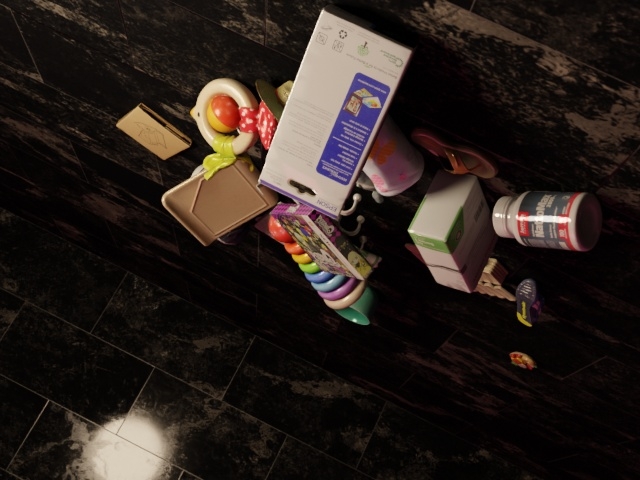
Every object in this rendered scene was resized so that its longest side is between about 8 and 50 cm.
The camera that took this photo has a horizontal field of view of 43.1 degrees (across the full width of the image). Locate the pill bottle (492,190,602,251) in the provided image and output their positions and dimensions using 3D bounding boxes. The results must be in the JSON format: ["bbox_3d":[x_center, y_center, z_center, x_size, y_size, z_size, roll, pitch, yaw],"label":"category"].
[{"bbox_3d":[0.420,-0.039,1.516,0.180,0.108,0.108,5,150,45],"label":"pill bottle"}]

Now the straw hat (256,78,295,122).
[{"bbox_3d":[-0.058,-0.278,1.605,0.061,0.144,0.144,-35,125,20],"label":"straw hat"}]

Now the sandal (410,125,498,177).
[{"bbox_3d":[0.247,-0.157,1.535,0.180,0.049,0.072,26,160,4],"label":"sandal"}]

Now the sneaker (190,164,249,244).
[{"bbox_3d":[-0.249,-0.076,2.249,0.127,0.126,0.321,23,159,28],"label":"sneaker"}]

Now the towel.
[{"bbox_3d":[-0.012,0.003,2.251,0.325,0.038,0.248,31,160,-14],"label":"towel"}]

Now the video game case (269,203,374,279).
[{"bbox_3d":[0.000,0.000,1.905,0.210,0.042,0.232,49,164,-20],"label":"video game case"}]

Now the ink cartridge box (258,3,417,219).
[{"bbox_3d":[0.024,-0.213,1.384,0.165,0.065,0.332,27,118,3],"label":"ink cartridge box"}]

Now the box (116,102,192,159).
[{"bbox_3d":[-0.442,-0.284,2.143,0.164,0.021,0.201,36,159,-22],"label":"box"}]

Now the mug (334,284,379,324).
[{"bbox_3d":[0.111,0.176,2.440,0.129,0.097,0.157,25,159,9],"label":"mug"}]

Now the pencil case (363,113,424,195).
[{"bbox_3d":[0.092,-0.204,1.532,0.273,0.113,0.124,46,-165,-42],"label":"pencil case"}]

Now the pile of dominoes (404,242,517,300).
[{"bbox_3d":[0.351,0.065,1.992,0.196,0.040,0.251,40,165,-32],"label":"pile of dominoes"}]

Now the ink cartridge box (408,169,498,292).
[{"bbox_3d":[0.280,-0.016,1.675,0.093,0.160,0.219,16,156,32],"label":"ink cartridge box"}]

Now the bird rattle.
[{"bbox_3d":[-0.183,-0.247,1.721,0.207,0.143,0.253,52,137,3],"label":"bird rattle"}]

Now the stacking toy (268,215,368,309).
[{"bbox_3d":[-0.020,0.037,2.123,0.141,0.141,0.330,2,145,49],"label":"stacking toy"}]

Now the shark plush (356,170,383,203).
[{"bbox_3d":[0.108,-0.144,1.711,0.161,0.073,0.067,30,147,-32],"label":"shark plush"}]

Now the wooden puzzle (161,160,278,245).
[{"bbox_3d":[-0.255,-0.111,2.079,0.221,0.239,0.044,51,-171,-47],"label":"wooden puzzle"}]

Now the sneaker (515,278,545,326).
[{"bbox_3d":[0.502,0.138,1.931,0.053,0.059,0.144,35,148,36],"label":"sneaker"}]

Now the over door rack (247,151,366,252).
[{"bbox_3d":[-0.024,-0.124,1.907,0.324,0.108,0.239,36,163,21],"label":"over door rack"}]

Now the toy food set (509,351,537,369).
[{"bbox_3d":[0.591,0.351,2.366,0.083,0.020,0.082,14,156,31],"label":"toy food set"}]
